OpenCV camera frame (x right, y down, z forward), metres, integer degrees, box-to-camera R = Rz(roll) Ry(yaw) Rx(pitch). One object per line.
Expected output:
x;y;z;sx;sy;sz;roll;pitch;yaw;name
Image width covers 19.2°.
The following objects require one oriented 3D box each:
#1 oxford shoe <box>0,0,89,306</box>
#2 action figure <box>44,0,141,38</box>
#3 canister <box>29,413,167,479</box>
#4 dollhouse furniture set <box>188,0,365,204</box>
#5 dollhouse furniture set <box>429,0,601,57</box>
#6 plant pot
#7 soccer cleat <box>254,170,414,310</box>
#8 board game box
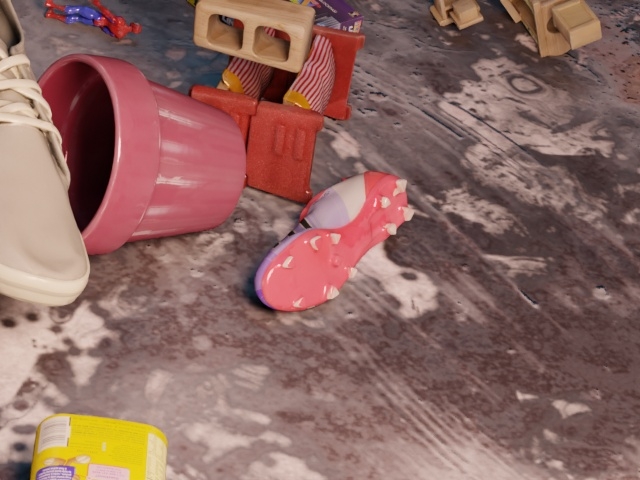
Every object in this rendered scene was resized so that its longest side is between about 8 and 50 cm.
-0.324;-0.115;1.835;0.169;0.130;0.449;14;35;-38;oxford shoe
-0.266;-0.264;2.232;0.115;0.038;0.030;18;55;5;action figure
-0.192;0.231;1.613;0.126;0.073;0.170;9;37;-8;canister
-0.037;-0.250;2.024;0.152;0.374;0.201;15;39;7;dollhouse furniture set
0.246;-0.262;2.388;0.161;0.101;0.182;-22;46;-5;dollhouse furniture set
-0.184;-0.081;1.923;0.180;0.201;0.201;5;36;-38;plant pot
0.000;0.000;1.976;0.095;0.083;0.248;5;32;39;soccer cleat
-0.056;-0.285;2.321;0.141;0.048;0.170;-24;52;-38;board game box
